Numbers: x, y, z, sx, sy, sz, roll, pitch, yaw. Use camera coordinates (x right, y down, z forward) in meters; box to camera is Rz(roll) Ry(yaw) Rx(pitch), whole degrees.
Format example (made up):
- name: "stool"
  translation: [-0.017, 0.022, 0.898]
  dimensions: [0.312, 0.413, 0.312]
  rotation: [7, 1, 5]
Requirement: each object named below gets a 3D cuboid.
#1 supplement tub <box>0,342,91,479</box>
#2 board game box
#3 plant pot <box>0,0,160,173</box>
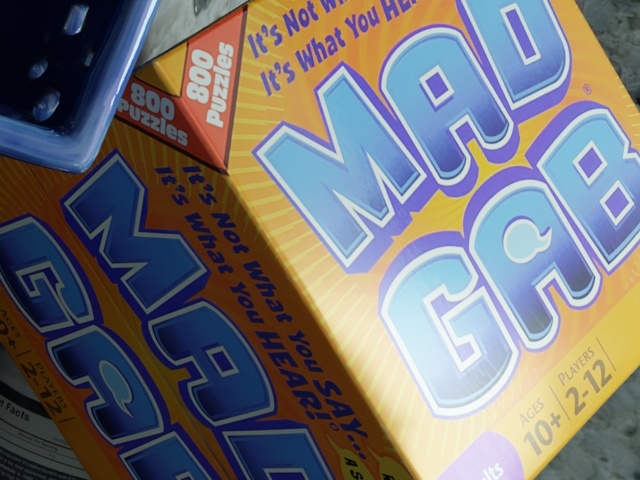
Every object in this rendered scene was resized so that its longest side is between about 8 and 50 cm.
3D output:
- name: "supplement tub"
  translation: [-0.208, 0.183, 1.385]
  dimensions: [0.272, 0.191, 0.191]
  rotation: [-72, 164, 7]
- name: "board game box"
  translation: [0.000, 0.000, 1.190]
  dimensions: [0.356, 0.356, 0.356]
  rotation: [-38, -169, -38]
- name: "plant pot"
  translation: [-0.209, -0.185, 0.843]
  dimensions: [0.212, 0.236, 0.236]
  rotation: [24, -86, 67]
